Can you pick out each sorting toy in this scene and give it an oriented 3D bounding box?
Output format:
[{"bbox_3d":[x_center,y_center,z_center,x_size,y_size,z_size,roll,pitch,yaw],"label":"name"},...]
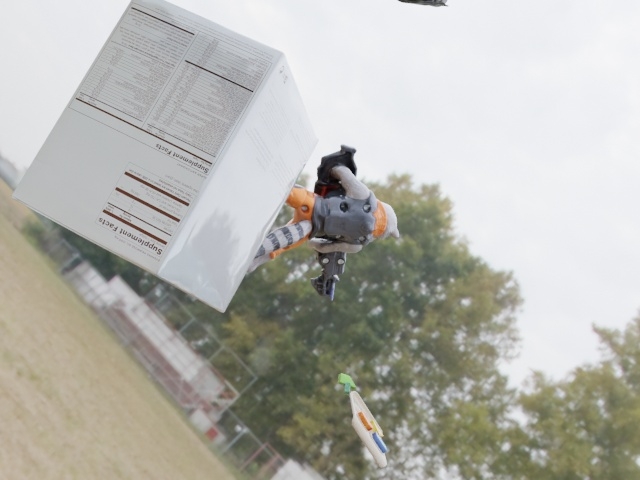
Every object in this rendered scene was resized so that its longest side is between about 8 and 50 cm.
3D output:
[{"bbox_3d":[0.040,0.164,0.719,0.083,0.012,0.062,58,9,-12],"label":"sorting toy"}]

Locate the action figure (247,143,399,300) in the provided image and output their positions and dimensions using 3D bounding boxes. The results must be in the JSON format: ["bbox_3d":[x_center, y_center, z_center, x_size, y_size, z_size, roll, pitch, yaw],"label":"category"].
[{"bbox_3d":[0.000,0.000,1.506,0.178,0.330,0.341,-130,-145,-59],"label":"action figure"}]

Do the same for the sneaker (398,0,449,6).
[{"bbox_3d":[0.115,-0.357,1.062,0.170,0.051,0.089,26,22,22],"label":"sneaker"}]

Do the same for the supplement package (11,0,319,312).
[{"bbox_3d":[-0.124,-0.069,0.695,0.149,0.203,0.194,26,-9,14],"label":"supplement package"}]
